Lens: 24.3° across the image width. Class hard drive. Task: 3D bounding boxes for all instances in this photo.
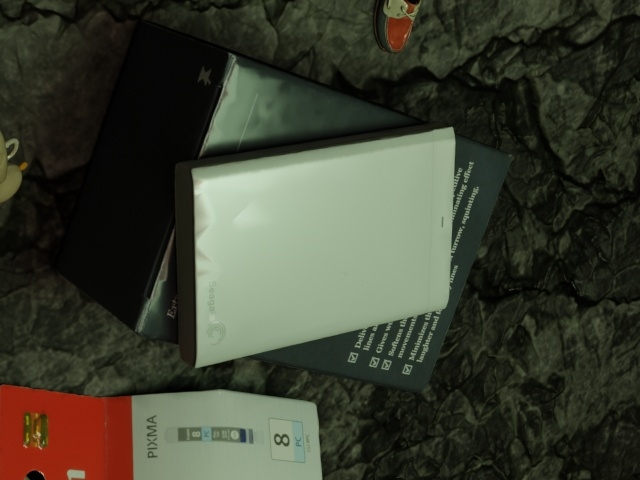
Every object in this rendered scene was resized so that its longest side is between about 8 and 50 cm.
[{"bbox_3d":[0.000,0.000,1.498,0.307,0.040,0.203,-11,112,-31],"label":"hard drive"}]

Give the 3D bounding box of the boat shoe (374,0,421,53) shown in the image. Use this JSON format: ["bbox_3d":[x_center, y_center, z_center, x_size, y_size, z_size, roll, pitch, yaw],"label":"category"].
[{"bbox_3d":[0.097,-0.282,1.727,0.049,0.043,0.137,-2,108,-36],"label":"boat shoe"}]

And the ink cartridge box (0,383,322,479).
[{"bbox_3d":[-0.164,0.314,1.635,0.385,0.091,0.308,13,64,-37],"label":"ink cartridge box"}]

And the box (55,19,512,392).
[{"bbox_3d":[-0.037,-0.030,1.619,0.395,0.212,0.294,16,97,-38],"label":"box"}]

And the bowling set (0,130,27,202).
[{"bbox_3d":[-0.436,-0.036,1.413,0.287,0.200,0.154,-45,163,-16],"label":"bowling set"}]

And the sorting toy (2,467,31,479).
[{"bbox_3d":[-0.387,0.307,1.560,0.348,0.047,0.196,49,57,-12],"label":"sorting toy"}]
